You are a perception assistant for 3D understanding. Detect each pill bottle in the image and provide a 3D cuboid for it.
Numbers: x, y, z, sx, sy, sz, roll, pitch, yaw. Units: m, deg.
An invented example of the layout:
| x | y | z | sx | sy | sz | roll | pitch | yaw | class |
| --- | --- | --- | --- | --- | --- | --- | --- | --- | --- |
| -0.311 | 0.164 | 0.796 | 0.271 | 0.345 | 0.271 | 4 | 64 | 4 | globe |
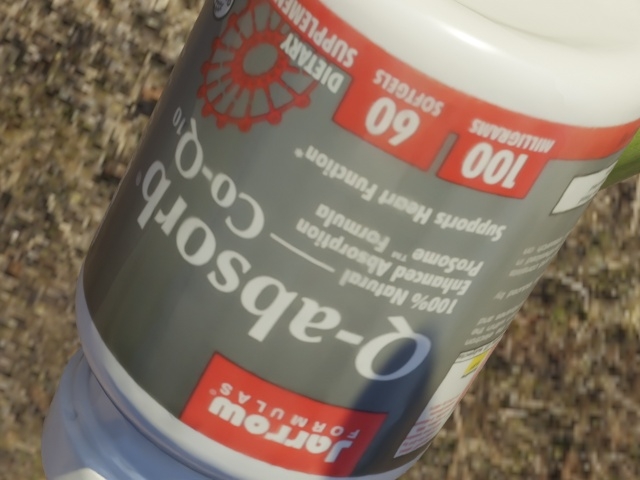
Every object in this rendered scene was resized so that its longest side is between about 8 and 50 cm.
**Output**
| x | y | z | sx | sy | sz | roll | pitch | yaw | class |
| --- | --- | --- | --- | --- | --- | --- | --- | --- | --- |
| 0.000 | 0.000 | 0.889 | 0.210 | 0.210 | 0.363 | 24 | 121 | -8 | pill bottle |

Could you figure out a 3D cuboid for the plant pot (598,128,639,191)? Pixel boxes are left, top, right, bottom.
| x | y | z | sx | sy | sz | roll | pitch | yaw | class |
| --- | --- | --- | --- | --- | --- | --- | --- | --- | --- |
| 0.269 | -0.195 | 1.207 | 0.293 | 0.275 | 0.275 | -16 | 122 | 21 | plant pot |
